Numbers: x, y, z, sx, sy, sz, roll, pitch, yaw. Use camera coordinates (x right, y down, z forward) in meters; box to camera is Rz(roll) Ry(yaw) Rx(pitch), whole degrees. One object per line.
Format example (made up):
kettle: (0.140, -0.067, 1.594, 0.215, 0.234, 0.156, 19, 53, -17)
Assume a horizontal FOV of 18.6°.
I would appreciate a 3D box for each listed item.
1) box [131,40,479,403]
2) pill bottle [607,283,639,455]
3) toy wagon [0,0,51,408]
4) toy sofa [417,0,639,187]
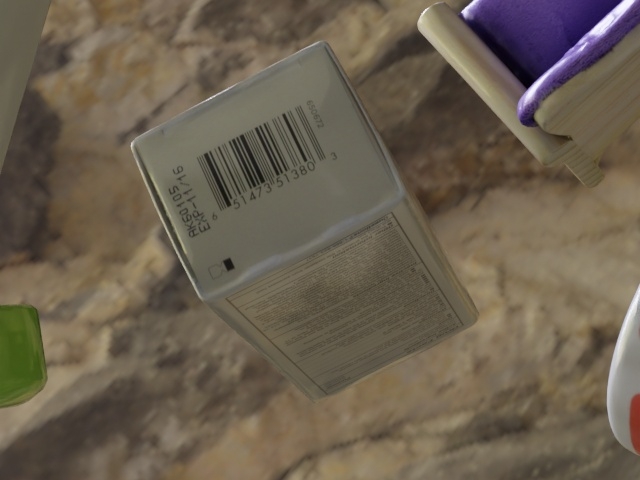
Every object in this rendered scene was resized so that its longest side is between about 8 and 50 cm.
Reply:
box: (0.000, 0.000, 1.319, 0.148, 0.311, 0.121, -27, -110, 3)
pill bottle: (0.247, 0.074, 0.836, 0.222, 0.124, 0.124, 23, -52, 30)
toy wagon: (-0.165, -0.079, 0.464, 0.344, 0.068, 0.267, -15, -98, 51)
toy sofa: (0.248, -0.218, 1.343, 0.362, 0.177, 0.150, -43, -113, 8)
